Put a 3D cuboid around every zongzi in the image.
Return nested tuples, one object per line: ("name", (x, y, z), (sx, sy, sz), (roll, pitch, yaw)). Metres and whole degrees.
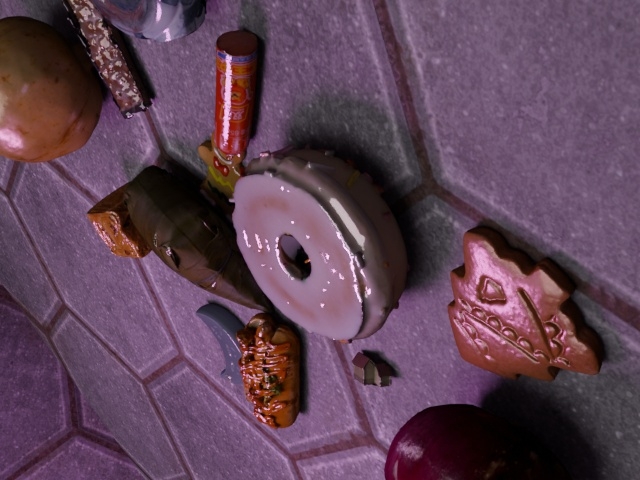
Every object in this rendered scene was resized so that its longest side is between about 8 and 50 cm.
("zongzi", (-0.266, 0.006, 1.815), (0.360, 0.160, 0.323), (45, -179, -43))

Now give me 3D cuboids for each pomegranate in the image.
("pomegranate", (-0.630, -0.342, 1.792), (0.342, 0.342, 0.342), (32, 141, 30))

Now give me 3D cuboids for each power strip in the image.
("power strip", (-0.225, 0.282, 2.050), (0.167, 0.054, 0.253), (11, 127, 48))

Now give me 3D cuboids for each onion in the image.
("onion", (0.236, 0.469, 1.333), (0.347, 0.385, 0.348), (34, 168, 8))

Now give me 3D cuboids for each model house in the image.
("model house", (0.104, 0.262, 1.631), (0.083, 0.057, 0.058), (-166, 74, -69))

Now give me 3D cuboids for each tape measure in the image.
("tape measure", (-0.299, -0.477, 1.375), (0.275, 0.147, 0.256), (34, 144, 21))

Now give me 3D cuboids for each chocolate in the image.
("chocolate", (-0.451, -0.418, 1.694), (0.102, 0.065, 0.329), (-8, 115, 38))

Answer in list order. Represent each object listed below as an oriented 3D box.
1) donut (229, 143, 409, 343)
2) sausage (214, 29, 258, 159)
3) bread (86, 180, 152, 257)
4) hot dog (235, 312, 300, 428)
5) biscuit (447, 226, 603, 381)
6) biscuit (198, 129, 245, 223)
("donut", (0.000, 0.000, 1.432), (0.382, 0.142, 0.383), (31, 140, 31))
("sausage", (-0.157, -0.251, 1.465), (0.074, 0.074, 0.274), (39, 145, 22))
("bread", (-0.463, -0.054, 1.962), (0.158, 0.143, 0.149), (11, 134, 46))
("hot dog", (-0.127, 0.320, 1.904), (0.158, 0.117, 0.349), (34, 141, 27))
("biscuit", (0.295, 0.131, 1.274), (0.284, 0.043, 0.306), (46, 146, 12))
("biscuit", (-0.198, -0.137, 1.656), (0.158, 0.035, 0.240), (36, 144, 21))
